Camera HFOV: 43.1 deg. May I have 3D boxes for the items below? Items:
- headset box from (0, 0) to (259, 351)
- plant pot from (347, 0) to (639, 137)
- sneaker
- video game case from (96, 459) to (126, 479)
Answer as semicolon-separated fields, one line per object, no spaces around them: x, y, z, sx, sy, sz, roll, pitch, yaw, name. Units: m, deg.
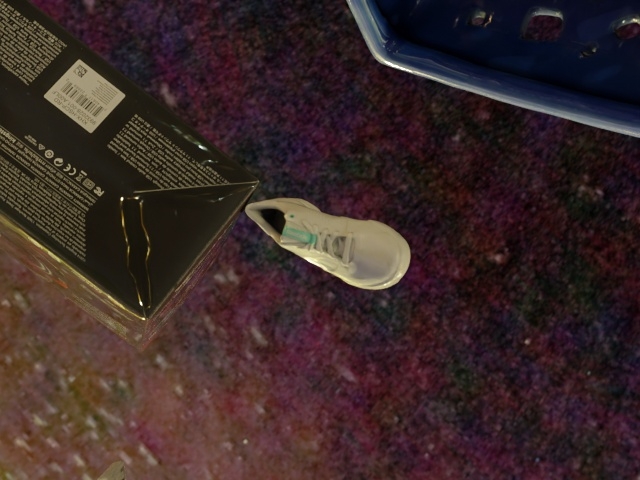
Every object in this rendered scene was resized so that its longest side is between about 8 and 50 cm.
-0.179;-0.031;0.584;0.218;0.110;0.293;38;163;-4;headset box
0.144;-0.226;0.472;0.236;0.212;0.236;25;163;32;plant pot
0.000;0.000;0.928;0.212;0.094;0.080;20;96;39;sneaker
-0.281;0.388;1.122;0.157;0.019;0.143;132;129;-81;video game case
